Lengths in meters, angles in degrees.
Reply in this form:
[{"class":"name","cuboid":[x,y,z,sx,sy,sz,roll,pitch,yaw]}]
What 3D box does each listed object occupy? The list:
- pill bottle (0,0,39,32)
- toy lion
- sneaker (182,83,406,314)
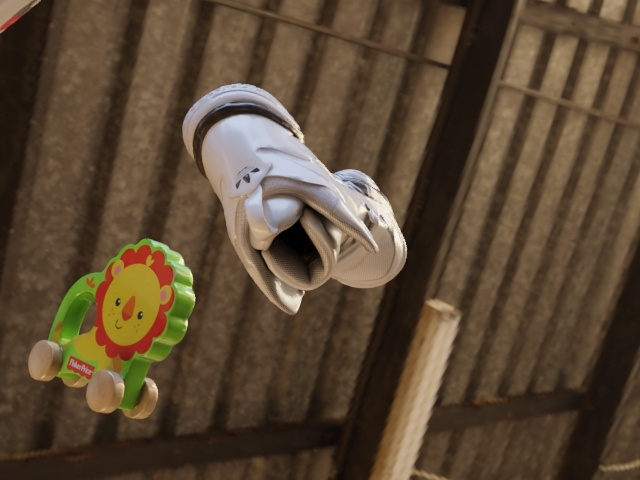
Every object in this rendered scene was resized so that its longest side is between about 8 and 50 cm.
[{"class":"pill bottle","cuboid":[-0.178,-0.296,0.760,0.318,0.176,0.176,-35,-43,13]},{"class":"toy lion","cuboid":[-0.112,0.044,0.612,0.034,0.100,0.096,22,-96,-46]},{"class":"sneaker","cuboid":[0.000,0.000,1.198,0.137,0.210,0.366,-36,-44,13]}]
